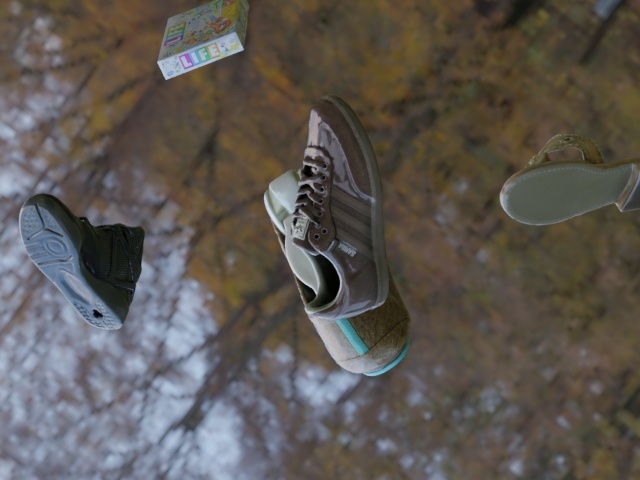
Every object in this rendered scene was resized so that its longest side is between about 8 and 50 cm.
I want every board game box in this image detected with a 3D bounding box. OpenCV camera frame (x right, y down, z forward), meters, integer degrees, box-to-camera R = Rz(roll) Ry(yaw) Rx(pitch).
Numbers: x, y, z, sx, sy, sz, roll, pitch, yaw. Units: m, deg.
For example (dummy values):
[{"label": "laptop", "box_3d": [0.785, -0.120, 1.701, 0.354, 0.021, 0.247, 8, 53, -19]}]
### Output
[{"label": "board game box", "box_3d": [-0.142, -0.255, 2.019, 0.154, 0.103, 0.026, -91, -22, -63]}]

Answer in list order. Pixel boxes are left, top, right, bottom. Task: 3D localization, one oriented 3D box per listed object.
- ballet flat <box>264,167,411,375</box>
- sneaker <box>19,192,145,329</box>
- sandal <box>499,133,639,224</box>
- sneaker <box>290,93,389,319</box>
[{"label": "ballet flat", "box_3d": [0.000, 0.000, 1.698, 0.124, 0.116, 0.342, 45, -163, -35]}, {"label": "sneaker", "box_3d": [-0.305, -0.001, 2.131, 0.227, 0.087, 0.130, 56, -139, -38]}, {"label": "sandal", "box_3d": [0.269, -0.076, 1.748, 0.240, 0.088, 0.079, -4, -134, -31]}, {"label": "sneaker", "box_3d": [0.009, -0.023, 1.351, 0.071, 0.188, 0.066, -19, -163, -27]}]
